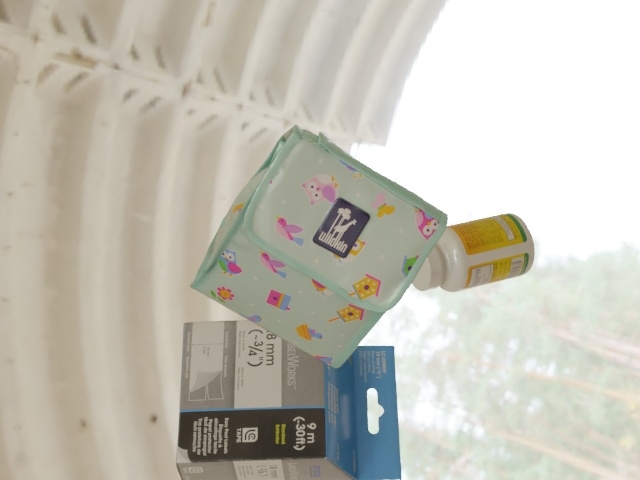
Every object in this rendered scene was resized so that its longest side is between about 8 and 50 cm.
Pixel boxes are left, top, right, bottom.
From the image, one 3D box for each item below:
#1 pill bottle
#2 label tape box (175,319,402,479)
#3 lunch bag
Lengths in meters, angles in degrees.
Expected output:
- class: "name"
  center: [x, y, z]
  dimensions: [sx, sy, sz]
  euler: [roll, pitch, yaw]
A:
- class: "pill bottle"
  center: [0.257, 0.025, 2.058]
  dimensions: [0.208, 0.117, 0.118]
  euler: [-13, -56, -23]
- class: "label tape box"
  center: [-0.046, 0.244, 1.813]
  dimensions: [0.106, 0.333, 0.241]
  euler: [86, -178, -57]
- class: "lunch bag"
  center: [0.000, 0.000, 1.408]
  dimensions: [0.262, 0.223, 0.160]
  euler: [-50, 13, 44]
